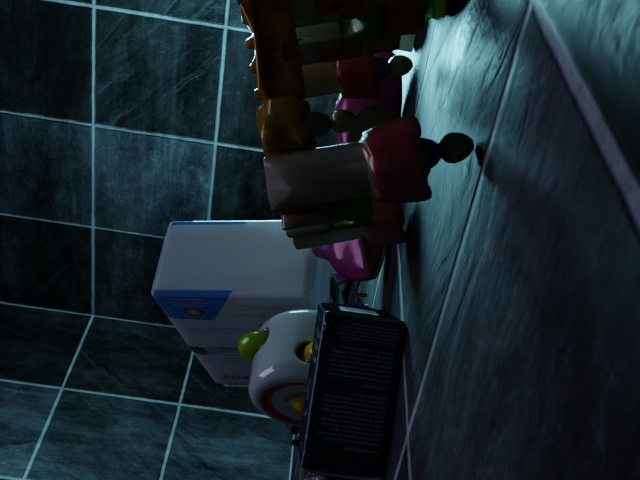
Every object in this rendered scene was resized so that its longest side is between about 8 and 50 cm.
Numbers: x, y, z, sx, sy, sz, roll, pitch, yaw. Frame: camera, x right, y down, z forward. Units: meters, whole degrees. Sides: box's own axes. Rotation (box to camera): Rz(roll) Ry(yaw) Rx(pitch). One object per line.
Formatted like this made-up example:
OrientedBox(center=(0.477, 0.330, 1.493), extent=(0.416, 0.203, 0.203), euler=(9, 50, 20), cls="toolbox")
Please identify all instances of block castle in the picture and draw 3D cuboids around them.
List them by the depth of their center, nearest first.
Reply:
OrientedBox(center=(0.040, -0.158, 1.034), extent=(0.453, 0.213, 0.303), euler=(70, -170, -83), cls="block castle")

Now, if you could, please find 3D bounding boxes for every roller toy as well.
OrientedBox(center=(-0.019, 0.221, 1.455), extent=(0.191, 0.209, 0.146), euler=(52, -146, -41), cls="roller toy")

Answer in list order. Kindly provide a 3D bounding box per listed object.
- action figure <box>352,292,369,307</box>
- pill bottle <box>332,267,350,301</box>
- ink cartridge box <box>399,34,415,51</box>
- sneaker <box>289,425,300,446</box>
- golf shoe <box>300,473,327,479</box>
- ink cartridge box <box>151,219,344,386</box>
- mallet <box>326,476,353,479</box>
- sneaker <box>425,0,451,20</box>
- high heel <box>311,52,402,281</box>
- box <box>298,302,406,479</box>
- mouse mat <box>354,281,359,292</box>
OrientedBox(center=(0.071, 0.130, 1.551), extent=(0.115, 0.030, 0.038), euler=(92, -170, -65), cls="action figure")
OrientedBox(center=(0.000, 0.000, 1.997), extent=(0.169, 0.169, 0.301), euler=(-87, 6, -64), cls="pill bottle")
OrientedBox(center=(0.128, -0.424, 1.514), extent=(0.231, 0.078, 0.134), euler=(-87, 6, -63), cls="ink cartridge box")
OrientedBox(center=(-0.014, 0.376, 1.828), extent=(0.223, 0.098, 0.083), euler=(-99, 18, -81), cls="sneaker")
OrientedBox(center=(0.010, 0.456, 1.578), extent=(0.186, 0.068, 0.086), euler=(105, 146, -67), cls="golf shoe")
OrientedBox(center=(-0.115, 0.133, 1.688), extent=(0.395, 0.286, 0.166), euler=(71, -158, -55), cls="ink cartridge box")
OrientedBox(center=(0.030, 0.367, 1.277), extent=(0.189, 0.062, 0.039), euler=(101, 178, -49), cls="mallet")
OrientedBox(center=(0.109, -0.344, 1.147), extent=(0.295, 0.124, 0.109), euler=(-126, 44, -84), cls="sneaker")
OrientedBox(center=(0.096, -0.122, 1.422), extent=(0.181, 0.127, 0.377), euler=(24, 104, 59), cls="high heel")
OrientedBox(center=(0.038, 0.194, 1.157), extent=(0.153, 0.108, 0.207), euler=(-160, 78, -87), cls="box")
OrientedBox(center=(0.089, 0.006, 1.800), extent=(0.189, 0.007, 0.152), euler=(105, 173, -62), cls="mouse mat")
